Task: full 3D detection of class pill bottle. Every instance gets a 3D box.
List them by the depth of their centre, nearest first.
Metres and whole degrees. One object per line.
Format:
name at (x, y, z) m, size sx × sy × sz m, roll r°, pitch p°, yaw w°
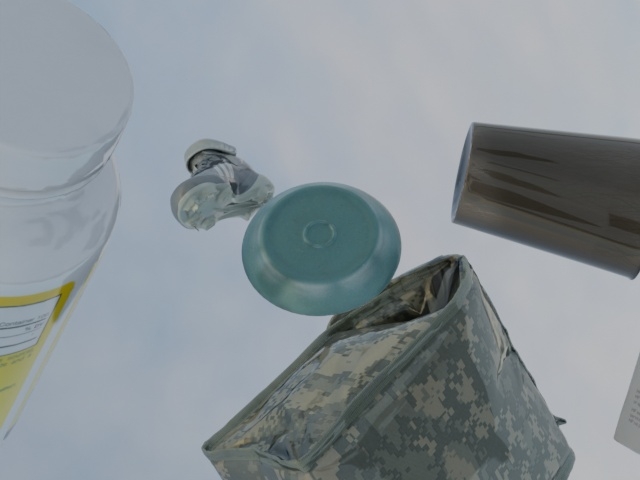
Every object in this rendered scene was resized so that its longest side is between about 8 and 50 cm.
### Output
pill bottle at (-0.240, 0.000, 1.075) m, size 0.188 × 0.334 × 0.188 m, roll 17°, pitch -136°, yaw -17°

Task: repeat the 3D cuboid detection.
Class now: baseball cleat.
baseball cleat at (-0.130, -0.064, 1.881) m, size 0.109 × 0.072 × 0.206 m, roll 44°, pitch -164°, yaw 17°

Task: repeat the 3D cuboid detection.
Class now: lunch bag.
lunch bag at (0.079, 0.181, 1.455) m, size 0.287 × 0.169 × 0.235 m, roll -42°, pitch -67°, yaw -30°

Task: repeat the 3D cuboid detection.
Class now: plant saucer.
plant saucer at (0.000, 0.000, 1.240) m, size 0.021 × 0.119 × 0.119 m, roll 84°, pitch -170°, yaw -55°

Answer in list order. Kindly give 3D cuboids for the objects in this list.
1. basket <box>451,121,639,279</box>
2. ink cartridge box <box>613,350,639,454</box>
basket at (0.282, -0.060, 2.045) m, size 0.227 × 0.154 × 0.204 m, roll 11°, pitch -140°, yaw -1°
ink cartridge box at (0.399, 0.074, 1.330) m, size 0.197 × 0.198 × 0.270 m, roll 10°, pitch -80°, yaw -31°
